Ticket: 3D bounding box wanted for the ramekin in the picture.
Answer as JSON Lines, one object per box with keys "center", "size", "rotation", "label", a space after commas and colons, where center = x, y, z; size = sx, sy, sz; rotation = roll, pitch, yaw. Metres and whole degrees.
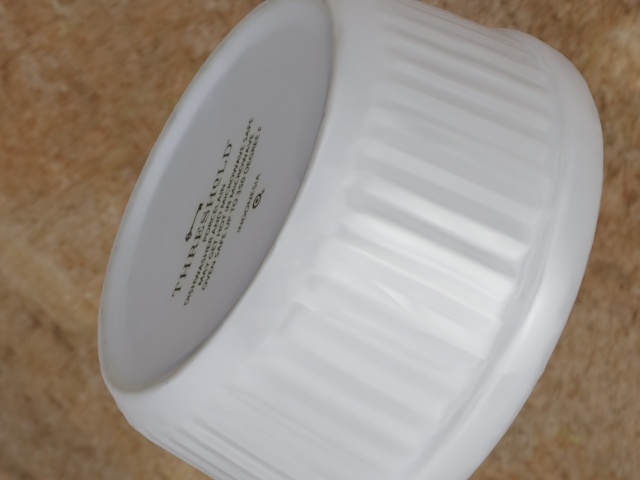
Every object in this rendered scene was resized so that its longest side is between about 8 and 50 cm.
{"center": [0.000, 0.000, 0.836], "size": [0.127, 0.273, 0.273], "rotation": [26, 119, -24], "label": "ramekin"}
